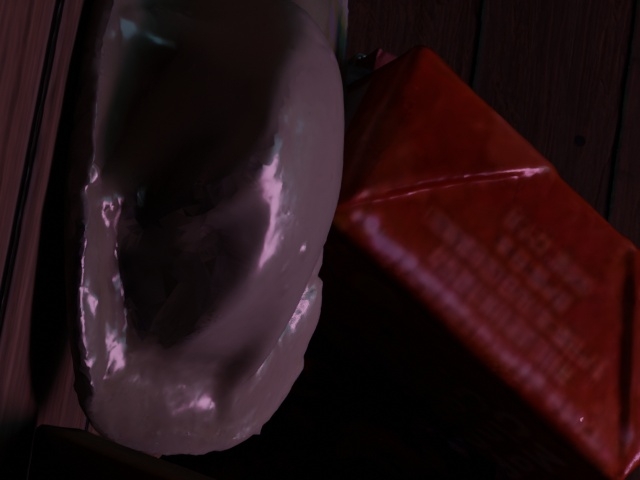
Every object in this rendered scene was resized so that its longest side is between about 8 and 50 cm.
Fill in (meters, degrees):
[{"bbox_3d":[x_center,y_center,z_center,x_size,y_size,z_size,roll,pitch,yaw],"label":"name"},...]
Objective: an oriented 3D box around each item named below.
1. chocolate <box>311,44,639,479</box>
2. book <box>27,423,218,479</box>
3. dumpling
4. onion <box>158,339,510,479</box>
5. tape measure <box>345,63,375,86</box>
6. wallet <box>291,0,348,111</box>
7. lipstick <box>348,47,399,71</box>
[{"bbox_3d":[0.057,0.036,1.005,0.108,0.235,0.237,-54,-165,-27],"label":"chocolate"},{"bbox_3d":[-0.068,0.245,0.518,0.262,0.028,0.374,178,-80,-70],"label":"book"},{"bbox_3d":[-0.043,-0.016,0.659,0.150,0.092,0.176,-53,158,-60],"label":"dumpling"},{"bbox_3d":[-0.008,0.184,0.913,0.281,0.221,0.281,-19,90,-78],"label":"onion"},{"bbox_3d":[0.000,0.000,1.438,0.275,0.147,0.256,100,-1,-66],"label":"tape measure"},{"bbox_3d":[-0.016,-0.192,0.797,0.309,0.077,0.223,89,8,-76],"label":"wallet"},{"bbox_3d":[0.016,-0.115,1.617,0.312,0.051,0.051,156,-57,-72],"label":"lipstick"}]
